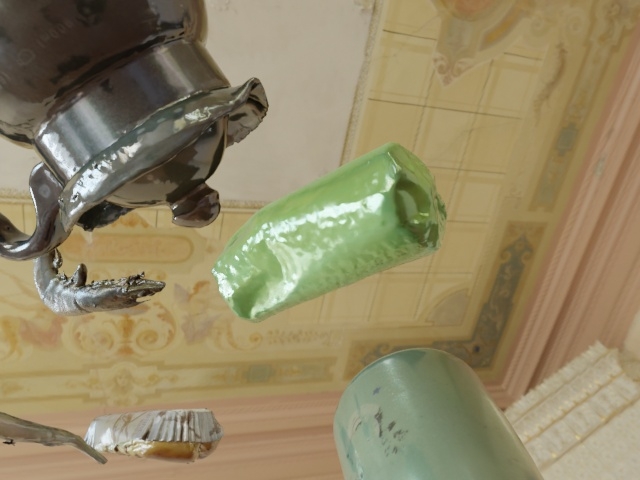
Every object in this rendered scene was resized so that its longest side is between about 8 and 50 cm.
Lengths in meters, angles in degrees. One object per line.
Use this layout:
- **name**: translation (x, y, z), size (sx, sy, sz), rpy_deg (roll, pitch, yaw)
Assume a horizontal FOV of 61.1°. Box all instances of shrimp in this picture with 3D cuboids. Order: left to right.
- **shrimp**: translation (-0.299, 0.024, 0.708), size (0.195, 0.035, 0.147), rpy_deg (-8, -87, 16)

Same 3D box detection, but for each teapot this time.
- **teapot**: translation (-0.194, -0.109, 0.394), size (0.305, 0.223, 0.285), rpy_deg (-35, -84, -9)

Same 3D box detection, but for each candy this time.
- **candy**: translation (0.000, 0.000, 0.721), size (0.343, 0.132, 0.142), rpy_deg (-27, -58, 34)

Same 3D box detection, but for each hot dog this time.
- **hot dog**: translation (-0.236, 0.270, 0.748), size (0.253, 0.069, 0.131), rpy_deg (-17, -24, 39)

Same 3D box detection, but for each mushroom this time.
- **mushroom**: translation (-0.341, 0.154, 0.515), size (0.306, 0.068, 0.043), rpy_deg (33, -82, -16)

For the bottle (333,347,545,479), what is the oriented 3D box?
- **bottle**: translation (0.117, 0.245, 0.427), size (0.168, 0.347, 0.168), rpy_deg (-4, -65, -8)
